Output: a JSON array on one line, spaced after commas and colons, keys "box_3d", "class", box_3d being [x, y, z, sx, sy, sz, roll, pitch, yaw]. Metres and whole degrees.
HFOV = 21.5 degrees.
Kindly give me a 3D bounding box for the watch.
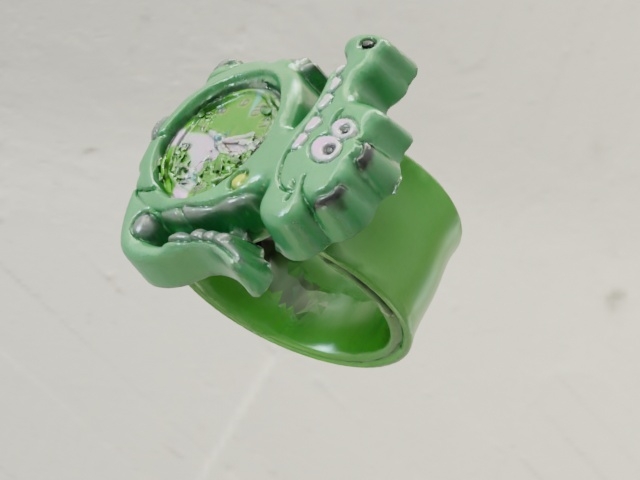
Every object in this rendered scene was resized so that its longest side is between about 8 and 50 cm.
[{"box_3d": [0.000, 0.000, 0.791, 0.152, 0.165, 0.131, 50, -125, -37], "class": "watch"}]
